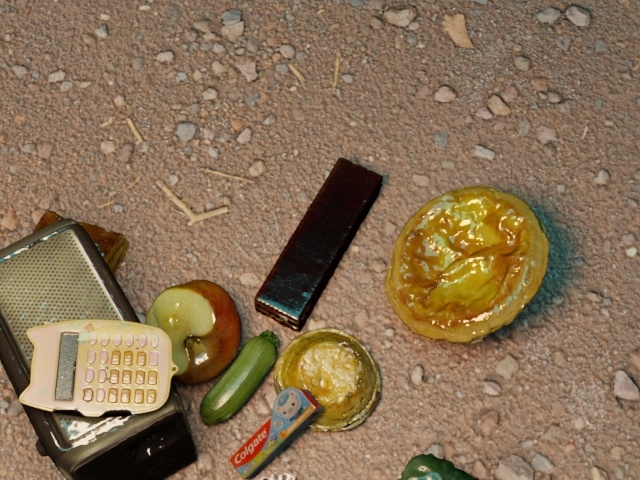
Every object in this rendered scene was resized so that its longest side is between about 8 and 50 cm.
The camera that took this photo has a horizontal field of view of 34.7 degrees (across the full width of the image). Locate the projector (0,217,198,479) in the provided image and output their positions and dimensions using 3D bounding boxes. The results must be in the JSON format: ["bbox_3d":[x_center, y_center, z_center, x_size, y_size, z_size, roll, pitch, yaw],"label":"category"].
[{"bbox_3d":[-0.417,0.228,1.805,0.242,0.395,0.405,-29,69,-13],"label":"projector"}]

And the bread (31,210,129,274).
[{"bbox_3d":[-0.493,0.016,2.071,0.172,0.103,0.132,20,66,9],"label":"bread"}]

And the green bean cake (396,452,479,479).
[{"bbox_3d":[0.219,0.566,1.767,0.308,0.169,0.300,32,66,15],"label":"green bean cake"}]

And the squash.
[{"bbox_3d":[-0.152,0.263,1.967,0.068,0.077,0.219,47,65,-24],"label":"squash"}]

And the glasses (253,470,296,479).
[{"bbox_3d":[-0.040,0.505,1.839,0.255,0.095,0.162,23,58,9],"label":"glasses"}]

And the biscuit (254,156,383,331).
[{"bbox_3d":[0.000,0.000,2.095,0.107,0.073,0.388,26,66,11],"label":"biscuit"}]

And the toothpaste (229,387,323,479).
[{"bbox_3d":[-0.089,0.351,1.896,0.193,0.044,0.070,-46,69,8],"label":"toothpaste"}]

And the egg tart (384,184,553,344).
[{"bbox_3d":[0.291,0.057,2.007,0.341,0.132,0.341,-10,61,19],"label":"egg tart"}]

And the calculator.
[{"bbox_3d":[-0.339,0.199,1.587,0.236,0.033,0.157,2,64,-4],"label":"calculator"}]

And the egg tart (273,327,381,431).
[{"bbox_3d":[0.013,0.261,1.962,0.212,0.090,0.212,0,68,0],"label":"egg tart"}]

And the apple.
[{"bbox_3d":[-0.234,0.174,1.957,0.173,0.160,0.195,37,104,43],"label":"apple"}]
